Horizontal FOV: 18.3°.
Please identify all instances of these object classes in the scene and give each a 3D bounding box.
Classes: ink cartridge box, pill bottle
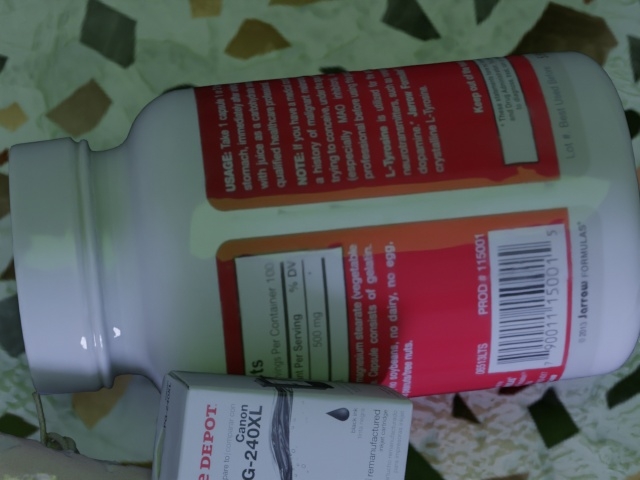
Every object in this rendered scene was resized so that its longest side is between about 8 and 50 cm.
[{"bbox_3d":[-0.027,0.144,1.259,0.150,0.063,0.109,5,95,-17],"label":"ink cartridge box"},{"bbox_3d":[0.000,0.000,1.363,0.407,0.229,0.229,-6,76,-4],"label":"pill bottle"}]

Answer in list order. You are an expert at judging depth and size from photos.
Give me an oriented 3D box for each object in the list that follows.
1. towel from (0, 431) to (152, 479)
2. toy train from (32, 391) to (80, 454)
[{"bbox_3d":[-0.188,0.283,1.252,0.331,0.053,0.317,17,71,-11],"label":"towel"},{"bbox_3d":[-0.111,0.215,1.375,0.143,0.105,0.248,-7,76,-15],"label":"toy train"}]
